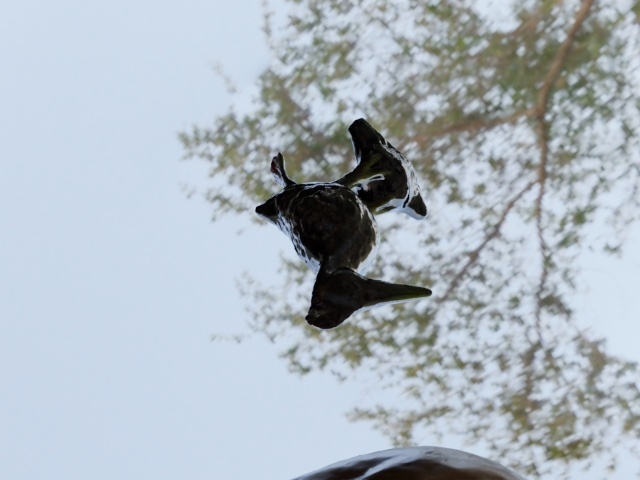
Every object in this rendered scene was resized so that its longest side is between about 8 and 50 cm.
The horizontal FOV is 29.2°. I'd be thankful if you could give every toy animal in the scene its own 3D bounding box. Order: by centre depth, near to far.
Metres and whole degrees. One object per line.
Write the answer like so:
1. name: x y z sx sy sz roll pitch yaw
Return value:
1. toy animal: 0.009 -0.005 0.722 0.202 0.105 0.070 -88 -15 -58

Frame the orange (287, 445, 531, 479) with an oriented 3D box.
1. orange: 0.034 0.208 0.536 0.249 0.183 0.249 10 -125 -15
